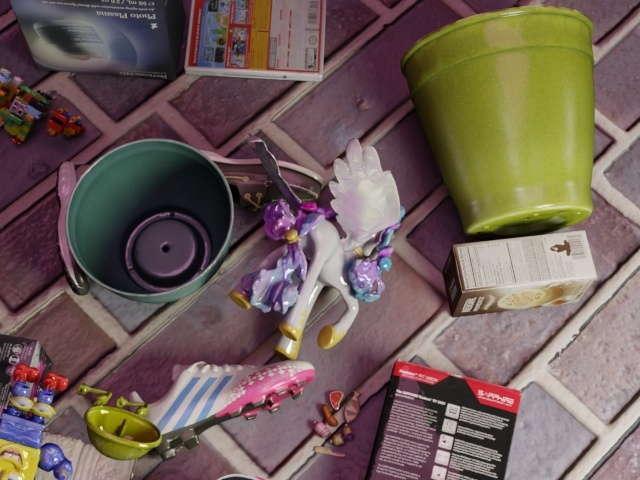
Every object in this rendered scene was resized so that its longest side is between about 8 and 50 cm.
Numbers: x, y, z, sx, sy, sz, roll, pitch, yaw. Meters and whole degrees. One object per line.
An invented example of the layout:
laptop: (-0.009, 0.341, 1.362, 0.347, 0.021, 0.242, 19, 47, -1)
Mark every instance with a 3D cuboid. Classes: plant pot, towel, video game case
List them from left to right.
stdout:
towel: (-0.432, 0.469, 1.753, 0.187, 0.049, 0.282, 12, 65, 2)
plant pot: (-0.292, -0.010, 1.889, 0.292, 0.196, 0.293, -1, 70, 2)
video game case: (-0.133, -0.430, 2.186, 0.285, 0.025, 0.204, 3, 66, -1)
plant pot: (0.355, -0.193, 1.948, 0.366, 0.366, 0.353, -7, 78, -5)

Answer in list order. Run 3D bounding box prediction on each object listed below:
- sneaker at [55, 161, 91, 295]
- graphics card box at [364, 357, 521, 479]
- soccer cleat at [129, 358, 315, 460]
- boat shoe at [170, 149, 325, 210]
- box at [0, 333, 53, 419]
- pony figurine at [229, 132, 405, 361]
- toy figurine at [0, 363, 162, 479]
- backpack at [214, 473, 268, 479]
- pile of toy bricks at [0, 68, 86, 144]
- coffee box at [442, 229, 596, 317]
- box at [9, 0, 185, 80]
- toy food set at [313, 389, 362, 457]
sneaker: (-0.438, -0.028, 1.953, 0.107, 0.100, 0.272, -1, 65, -8)
graphics card box: (0.192, 0.410, 1.779, 0.232, 0.094, 0.371, 14, 65, 4)
soccer cleat: (-0.176, 0.255, 1.822, 0.331, 0.116, 0.143, -23, 69, -12)
boat shoe: (-0.145, -0.103, 1.995, 0.304, 0.109, 0.091, 8, 66, 8)
box: (-0.571, 0.292, 1.777, 0.163, 0.142, 0.247, 10, 68, 1)
pony figurine: (0.000, 0.000, 1.839, 0.302, 0.351, 0.363, 16, 62, 38)
toy figurine: (-0.461, 0.333, 1.661, 0.362, 0.191, 0.217, 21, 93, -17)
backpack: (-0.098, 0.499, 1.673, 0.253, 0.191, 0.225, 21, 64, -1)
pile of toy bricks: (-0.580, -0.242, 2.052, 0.212, 0.118, 0.105, 32, 100, 2)
coffee box: (0.360, 0.062, 1.918, 0.246, 0.141, 0.098, -7, 66, -4)
box: (-0.428, -0.468, 2.044, 0.296, 0.294, 0.183, 5, 68, 0)
toy food set: (0.027, 0.318, 1.854, 0.077, 0.019, 0.122, 10, 66, 3)
